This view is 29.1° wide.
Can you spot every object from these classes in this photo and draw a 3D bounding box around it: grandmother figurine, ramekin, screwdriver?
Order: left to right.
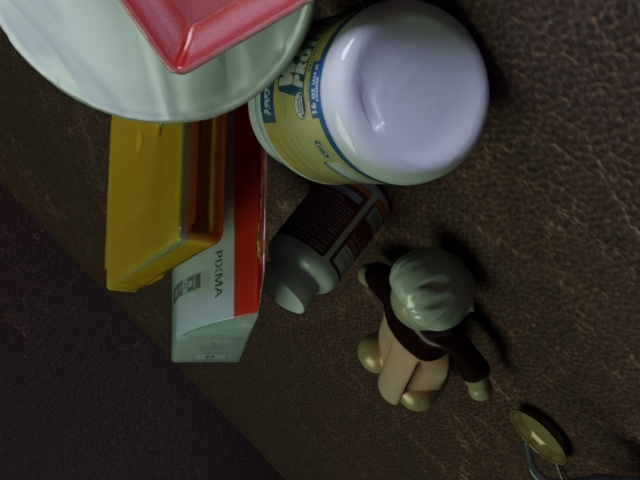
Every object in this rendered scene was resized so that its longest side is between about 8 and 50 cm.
[{"bbox_3d":[-0.125,-0.239,0.991,0.273,0.273,0.127,55,-156,-18],"label":"ramekin"},{"bbox_3d":[0.112,0.102,1.377,0.208,0.104,0.342,35,162,14],"label":"grandmother figurine"},{"bbox_3d":[0.300,0.307,1.490,0.025,0.024,0.170,-102,-11,-63],"label":"screwdriver"}]

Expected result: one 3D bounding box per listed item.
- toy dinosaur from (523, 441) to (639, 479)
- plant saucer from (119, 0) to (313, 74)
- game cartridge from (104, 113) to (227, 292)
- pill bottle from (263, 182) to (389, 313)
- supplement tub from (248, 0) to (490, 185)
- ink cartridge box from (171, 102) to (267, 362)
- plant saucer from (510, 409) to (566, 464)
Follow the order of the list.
[{"bbox_3d":[0.345,0.300,1.256,0.313,0.121,0.160,52,151,3],"label":"toy dinosaur"},{"bbox_3d":[-0.067,-0.283,0.856,0.258,0.259,0.047,55,-157,-20],"label":"plant saucer"},{"bbox_3d":[-0.172,-0.104,1.332,0.324,0.053,0.285,154,120,-66],"label":"game cartridge"},{"bbox_3d":[0.000,0.000,1.317,0.086,0.152,0.086,33,159,15],"label":"pill bottle"},{"bbox_3d":[0.032,-0.118,1.025,0.144,0.144,0.200,54,161,-17],"label":"supplement tub"},{"bbox_3d":[-0.110,-0.056,1.288,0.385,0.091,0.308,112,158,-72],"label":"ink cartridge box"},{"bbox_3d":[0.255,0.223,1.419,0.083,0.015,0.083,43,162,17],"label":"plant saucer"}]
